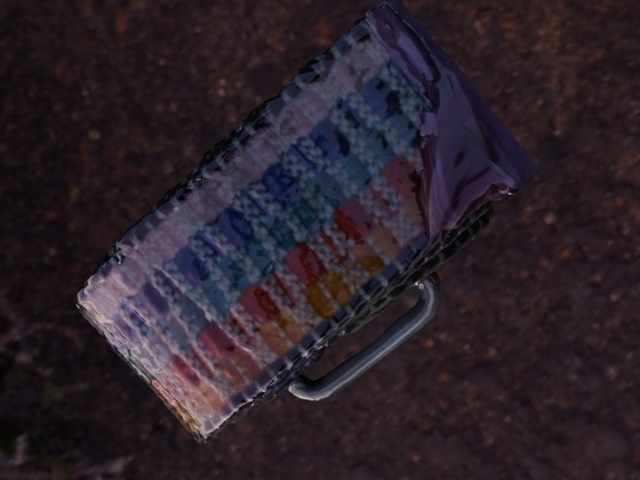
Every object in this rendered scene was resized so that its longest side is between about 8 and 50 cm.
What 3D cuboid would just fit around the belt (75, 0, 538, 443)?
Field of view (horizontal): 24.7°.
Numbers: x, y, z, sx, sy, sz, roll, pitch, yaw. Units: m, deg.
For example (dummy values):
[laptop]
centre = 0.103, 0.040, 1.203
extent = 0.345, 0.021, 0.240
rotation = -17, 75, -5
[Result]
[belt]
centre = 0.000, 0.000, 0.901
extent = 0.295, 0.207, 0.160
rotation = -41, 89, 19
